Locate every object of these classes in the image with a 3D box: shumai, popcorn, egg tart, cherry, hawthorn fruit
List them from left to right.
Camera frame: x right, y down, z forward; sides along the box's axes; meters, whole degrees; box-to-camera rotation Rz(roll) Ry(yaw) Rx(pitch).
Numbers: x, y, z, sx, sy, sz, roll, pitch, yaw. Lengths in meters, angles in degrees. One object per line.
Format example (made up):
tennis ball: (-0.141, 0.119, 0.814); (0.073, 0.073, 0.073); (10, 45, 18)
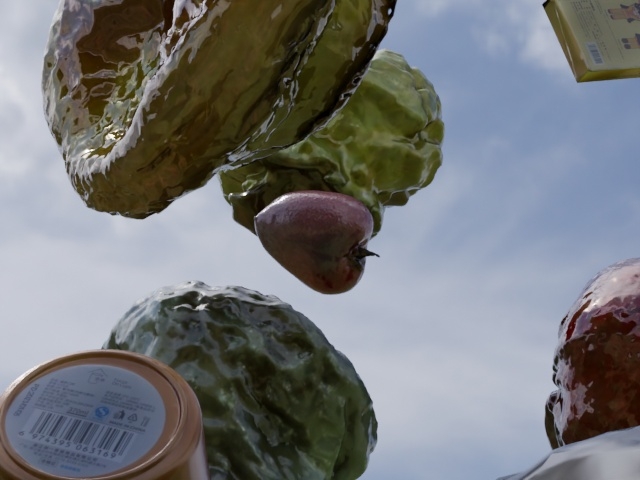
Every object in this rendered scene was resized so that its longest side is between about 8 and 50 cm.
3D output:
shumai: (-0.109, 0.162, 1.380); (0.261, 0.222, 0.225); (20, -46, 34)
egg tart: (-0.066, -0.213, 1.393); (0.178, 0.443, 0.443); (23, -32, -29)
cherry: (0.003, -0.005, 1.731); (0.126, 0.087, 0.106); (41, -65, 6)
popcorn: (0.005, -0.101, 1.892); (0.224, 0.270, 0.258); (60, -12, -12)
hawthorn fruit: (0.356, 0.141, 1.523); (0.300, 0.254, 0.254); (10, -26, 15)

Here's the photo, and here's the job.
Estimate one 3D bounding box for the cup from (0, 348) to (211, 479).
cup: (-0.157, 0.214, 1.096); (0.226, 0.182, 0.264); (-22, -46, -25)

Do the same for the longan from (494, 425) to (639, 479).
longan: (0.167, 0.320, 0.857); (0.404, 0.435, 0.404); (-12, -16, -4)

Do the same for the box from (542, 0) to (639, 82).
box: (0.244, -0.163, 1.332); (0.149, 0.073, 0.020); (-7, -21, -36)
